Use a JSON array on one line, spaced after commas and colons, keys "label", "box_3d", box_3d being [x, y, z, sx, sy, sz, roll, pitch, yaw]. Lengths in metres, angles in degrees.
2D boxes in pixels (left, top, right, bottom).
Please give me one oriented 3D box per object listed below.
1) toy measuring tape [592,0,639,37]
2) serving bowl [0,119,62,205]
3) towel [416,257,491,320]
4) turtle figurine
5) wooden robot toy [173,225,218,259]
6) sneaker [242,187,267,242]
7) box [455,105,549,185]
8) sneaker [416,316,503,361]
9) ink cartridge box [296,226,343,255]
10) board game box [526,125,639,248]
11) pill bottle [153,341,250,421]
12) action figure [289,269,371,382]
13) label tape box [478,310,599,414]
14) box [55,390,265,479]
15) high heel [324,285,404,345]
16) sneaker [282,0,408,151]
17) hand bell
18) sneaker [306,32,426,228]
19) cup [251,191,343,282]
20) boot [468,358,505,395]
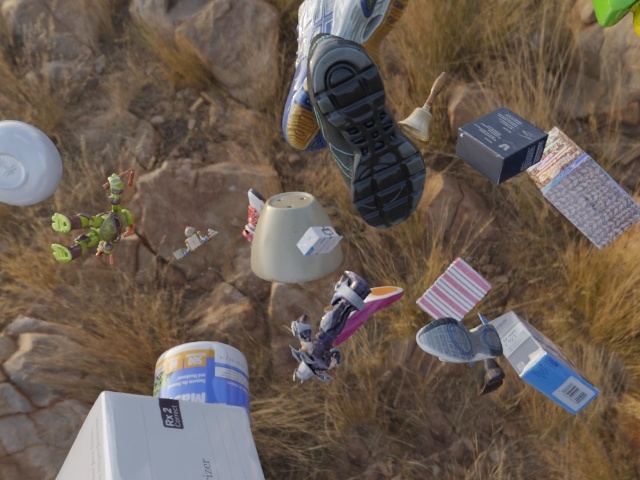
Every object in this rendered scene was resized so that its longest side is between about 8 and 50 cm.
[{"label": "toy measuring tape", "box_3d": [0.269, -0.331, 0.471, 0.121, 0.121, 0.330, -14, 86, 9]}, {"label": "serving bowl", "box_3d": [-0.292, -0.070, 0.522, 0.083, 0.083, 0.027, -22, 21, 5]}, {"label": "towel", "box_3d": [0.414, 0.167, 1.715, 0.144, 0.029, 0.197, 40, 101, -5]}, {"label": "turtle figurine", "box_3d": [-0.490, -0.021, 1.238, 0.087, 0.217, 0.269, 33, 119, 14]}, {"label": "wooden robot toy", "box_3d": [-0.416, -0.011, 1.799, 0.173, 0.076, 0.079, -31, 93, 24]}, {"label": "sneaker", "box_3d": [-0.255, -0.077, 2.185, 0.145, 0.270, 0.090, -40, 50, -10]}, {"label": "box", "box_3d": [0.457, -0.243, 1.401, 0.158, 0.093, 0.156, -28, 52, -19]}, {"label": "sneaker", "box_3d": [0.333, 0.267, 1.378, 0.129, 0.297, 0.111, -33, 54, 39]}, {"label": "ink cartridge box", "box_3d": [0.000, 0.000, 1.023, 0.048, 0.083, 0.028, -50, 66, 25]}, {"label": "board game box", "box_3d": [0.705, -0.153, 1.513, 0.141, 0.232, 0.291, -45, 14, 23]}, {"label": "pill bottle", "box_3d": [-0.181, 0.305, 0.833, 0.152, 0.152, 0.272, -16, 49, 8]}, {"label": "action figure", "box_3d": [0.019, 0.214, 1.310, 0.099, 0.185, 0.285, 22, 69, 36]}, {"label": "label tape box", "box_3d": [0.668, 0.343, 1.724, 0.115, 0.249, 0.348, -50, 20, 17]}, {"label": "box", "box_3d": [-0.118, 0.234, 0.371, 0.182, 0.119, 0.181, -58, 35, 20]}, {"label": "high heel", "box_3d": [0.133, 0.213, 1.573, 0.244, 0.117, 0.082, -19, 20, -16]}, {"label": "sneaker", "box_3d": [0.017, -0.269, 0.765, 0.131, 0.112, 0.296, 33, 99, 42]}, {"label": "hand bell", "box_3d": [0.391, -0.493, 1.977, 0.126, 0.126, 0.242, 30, 90, 25]}, {"label": "sneaker", "box_3d": [0.054, -0.130, 0.671, 0.101, 0.267, 0.106, -25, 39, 0]}, {"label": "cup", "box_3d": [-0.094, -0.032, 1.927, 0.331, 0.237, 0.331, -4, 25, 2]}, {"label": "boot", "box_3d": [0.518, 0.415, 1.741, 0.082, 0.219, 0.106, -18, 58, -10]}]
